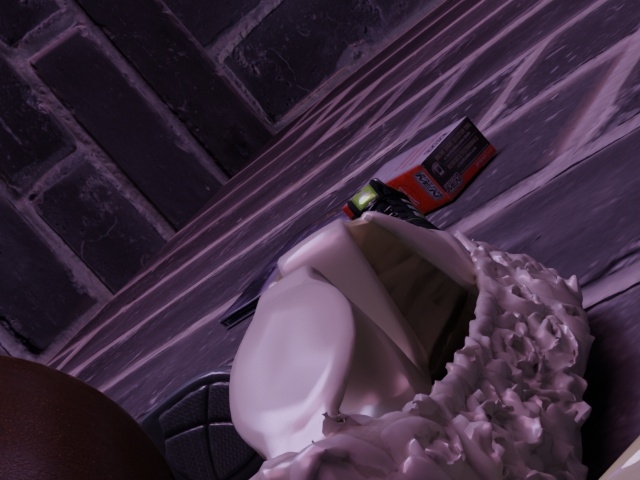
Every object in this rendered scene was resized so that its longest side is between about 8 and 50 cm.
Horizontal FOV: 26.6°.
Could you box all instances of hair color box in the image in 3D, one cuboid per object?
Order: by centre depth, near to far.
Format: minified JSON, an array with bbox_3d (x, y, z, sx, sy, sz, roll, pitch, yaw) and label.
[{"bbox_3d":[0.083,-0.052,1.179,0.072,0.043,0.141,-46,8,-28],"label":"hair color box"}]

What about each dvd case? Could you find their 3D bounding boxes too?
[{"bbox_3d":[0.000,0.000,1.383,0.221,0.018,0.164,-33,11,44],"label":"dvd case"}]

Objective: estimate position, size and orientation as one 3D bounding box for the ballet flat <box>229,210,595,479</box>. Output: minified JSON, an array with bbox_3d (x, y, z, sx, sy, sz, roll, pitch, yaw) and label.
[{"bbox_3d":[0.034,0.054,0.543,0.147,0.147,0.409,-40,7,11],"label":"ballet flat"}]

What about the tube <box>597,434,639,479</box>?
[{"bbox_3d":[0.179,0.006,0.384,0.240,0.062,0.070,-46,-11,-12],"label":"tube"}]

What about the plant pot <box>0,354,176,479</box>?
[{"bbox_3d":[-0.136,0.180,0.515,0.215,0.215,0.230,-42,21,-2],"label":"plant pot"}]

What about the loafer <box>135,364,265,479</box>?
[{"bbox_3d":[-0.118,0.161,0.900,0.267,0.096,0.084,-30,-8,24],"label":"loafer"}]

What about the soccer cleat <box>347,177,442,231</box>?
[{"bbox_3d":[0.051,-0.004,0.974,0.060,0.072,0.179,-41,8,6],"label":"soccer cleat"}]
